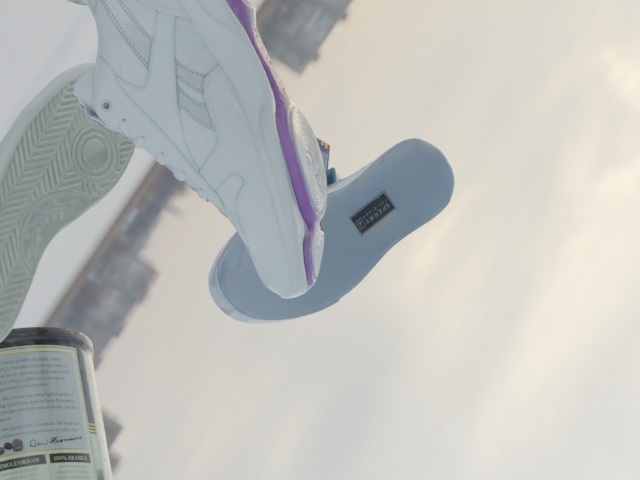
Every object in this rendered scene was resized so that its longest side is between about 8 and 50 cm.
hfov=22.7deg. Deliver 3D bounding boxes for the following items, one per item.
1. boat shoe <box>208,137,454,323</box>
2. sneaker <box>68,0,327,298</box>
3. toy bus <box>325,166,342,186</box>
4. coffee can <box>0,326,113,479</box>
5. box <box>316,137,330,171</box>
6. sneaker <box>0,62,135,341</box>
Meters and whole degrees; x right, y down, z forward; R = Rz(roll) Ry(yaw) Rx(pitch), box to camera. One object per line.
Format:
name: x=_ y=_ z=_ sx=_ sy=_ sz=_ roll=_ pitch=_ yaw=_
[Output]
boat shoe: x=-0.002 y=-0.004 z=1.539 sx=0.306 sy=0.113 sz=0.105 roll=-39 pitch=-175 yaw=-37
sneaker: x=-0.093 y=-0.090 z=1.209 sx=0.152 sy=0.305 sz=0.114 roll=-24 pitch=174 yaw=11
toy bus: x=-0.074 y=-0.089 z=1.694 sx=0.104 sy=0.191 sz=0.202 roll=-30 pitch=167 yaw=19
coffee can: x=-0.342 y=0.262 z=1.838 sx=0.201 sy=0.202 sz=0.275 roll=-47 pitch=-129 yaw=54
box: x=-0.040 y=-0.068 z=2.180 sx=0.137 sy=0.027 sz=0.094 roll=-36 pitch=-144 yaw=41
sneaker: x=-0.320 y=-0.041 z=1.608 sx=0.148 sy=0.131 sz=0.350 roll=0 pitch=-132 yaw=47
